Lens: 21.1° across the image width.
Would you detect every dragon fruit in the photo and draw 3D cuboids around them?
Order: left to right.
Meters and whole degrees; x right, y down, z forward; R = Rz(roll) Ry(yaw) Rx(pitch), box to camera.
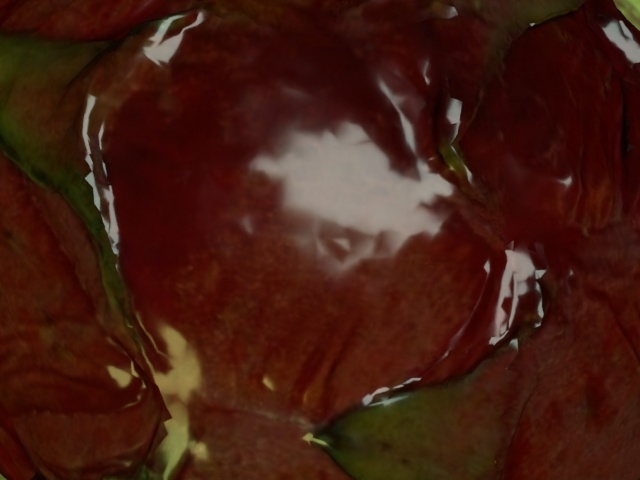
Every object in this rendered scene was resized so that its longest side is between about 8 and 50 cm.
[{"bbox_3d":[0.000,0.000,0.616,0.343,0.277,0.277,12,69,-9],"label":"dragon fruit"}]
